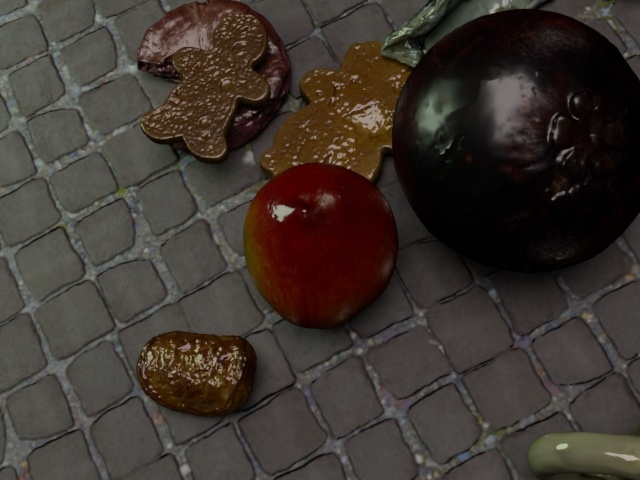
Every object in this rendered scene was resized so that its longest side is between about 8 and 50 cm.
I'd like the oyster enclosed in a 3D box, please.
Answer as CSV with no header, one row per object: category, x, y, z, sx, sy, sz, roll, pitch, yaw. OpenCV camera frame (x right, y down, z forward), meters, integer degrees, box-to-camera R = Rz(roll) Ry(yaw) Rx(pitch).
oyster,0.217,-0.312,1.237,0.087,0.199,0.252,43,112,47

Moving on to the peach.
peach,0.000,0.000,1.100,0.198,0.197,0.197,-2,70,6

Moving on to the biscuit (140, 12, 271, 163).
biscuit,-0.129,-0.196,1.220,0.138,0.031,0.205,22,76,12

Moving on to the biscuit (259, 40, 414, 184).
biscuit,0.036,-0.141,1.232,0.184,0.035,0.249,32,75,17

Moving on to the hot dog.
hot dog,-0.142,0.152,1.130,0.147,0.065,0.099,-1,70,18

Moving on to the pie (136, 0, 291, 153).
pie,-0.144,-0.222,1.273,0.204,0.054,0.218,-30,70,-4

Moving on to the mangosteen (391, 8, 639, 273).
mangosteen,0.214,-0.106,1.082,0.293,0.297,0.297,-4,62,51

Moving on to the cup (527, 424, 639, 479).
cup,0.357,0.219,0.974,0.255,0.202,0.173,30,76,16
